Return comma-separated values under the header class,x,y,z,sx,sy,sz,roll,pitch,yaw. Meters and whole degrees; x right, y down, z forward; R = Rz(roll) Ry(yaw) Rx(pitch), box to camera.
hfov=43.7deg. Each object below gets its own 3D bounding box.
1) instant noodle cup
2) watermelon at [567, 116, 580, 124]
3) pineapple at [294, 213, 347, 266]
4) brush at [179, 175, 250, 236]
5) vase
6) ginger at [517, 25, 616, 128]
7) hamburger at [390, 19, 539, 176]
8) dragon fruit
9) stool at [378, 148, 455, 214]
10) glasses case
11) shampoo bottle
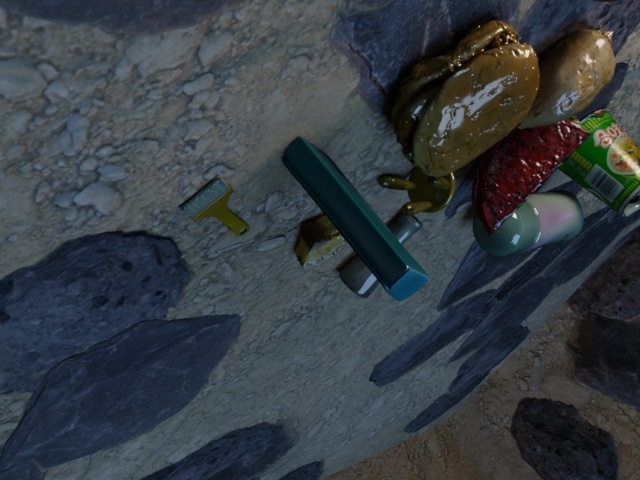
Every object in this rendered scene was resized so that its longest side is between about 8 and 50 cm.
class,x,y,z,sx,sy,sz,roll,pitch,yaw
instant noodle cup,0.747,-0.190,2.053,0.207,0.233,0.207,-30,153,-17
watermelon,0.555,-0.261,1.879,0.105,0.062,0.105,-36,162,-13
pineapple,0.000,0.000,1.576,0.137,0.069,0.116,-43,156,14
brush,-0.163,-0.044,1.354,0.083,0.011,0.205,-40,156,0
vase,0.141,0.026,1.802,0.214,0.086,0.086,-49,153,12
ginger,0.497,-0.327,1.609,0.267,0.152,0.138,-36,126,8
hamburger,0.261,-0.244,1.426,0.283,0.145,0.259,-32,158,1
dragon fruit,0.426,-0.165,1.802,0.317,0.152,0.205,-46,176,-4
stool,0.198,-0.114,1.598,0.110,0.135,0.134,8,85,-53
glasses case,0.050,-0.036,1.306,0.070,0.301,0.117,-42,154,11
shampoo bottle,0.534,-0.046,2.088,0.221,0.152,0.349,-14,176,44
